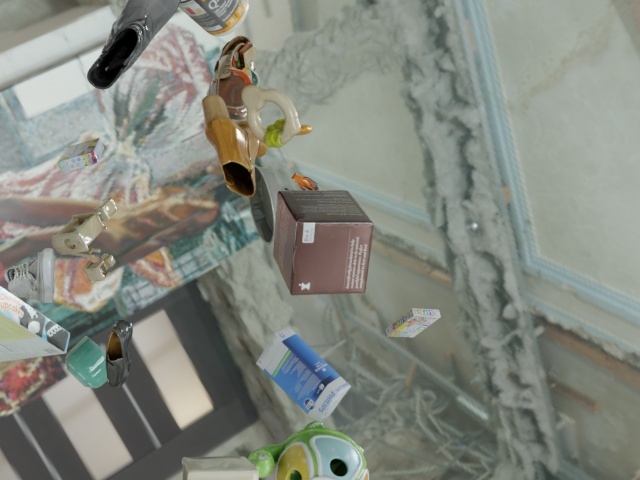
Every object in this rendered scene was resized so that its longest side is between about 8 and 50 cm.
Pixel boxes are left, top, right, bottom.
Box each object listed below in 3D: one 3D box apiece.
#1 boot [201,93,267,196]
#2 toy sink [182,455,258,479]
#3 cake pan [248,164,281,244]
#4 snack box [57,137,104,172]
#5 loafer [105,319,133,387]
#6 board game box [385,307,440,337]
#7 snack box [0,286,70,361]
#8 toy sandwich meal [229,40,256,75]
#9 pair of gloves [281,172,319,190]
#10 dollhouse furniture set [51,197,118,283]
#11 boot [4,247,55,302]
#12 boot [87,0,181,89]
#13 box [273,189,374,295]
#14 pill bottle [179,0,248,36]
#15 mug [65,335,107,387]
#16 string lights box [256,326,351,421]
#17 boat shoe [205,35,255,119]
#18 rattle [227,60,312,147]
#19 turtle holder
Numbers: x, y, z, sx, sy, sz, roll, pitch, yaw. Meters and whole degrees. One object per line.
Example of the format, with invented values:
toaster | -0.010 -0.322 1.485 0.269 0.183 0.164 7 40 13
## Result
boot | -0.183 -0.187 1.784 0.295 0.104 0.211 43 27 -63
toy sink | -0.231 0.563 1.717 0.234 0.152 0.131 151 -59 -74
cake pan | -0.191 -0.131 2.743 0.293 0.054 0.293 167 -90 -71
snack box | -0.639 -0.229 2.059 0.141 0.100 0.037 -112 -177 -66
loafer | -0.485 0.273 1.815 0.061 0.062 0.170 -49 146 -73
board game box | 0.287 0.258 2.399 0.154 0.103 0.026 -48 -134 47
snack box | -0.723 0.177 1.688 0.322 0.187 0.060 59 26 -56
toy sandwich meal | -0.184 -0.430 1.831 0.029 0.085 0.086 20 -36 21
pair of gloves | -0.049 -0.118 1.831 0.074 0.083 0.010 32 27 -20
dollhouse furniture set | -0.619 0.003 2.103 0.101 0.182 0.161 -7 -60 24
boot | -0.753 0.094 1.990 0.258 0.123 0.095 123 -32 -56
boot | -0.429 -0.516 1.833 0.118 0.338 0.223 27 18 -16
box | 0.000 0.000 1.662 0.203 0.167 0.168 -122 -145 -62
pill bottle | -0.336 -0.704 2.141 0.162 0.162 0.278 46 8 33
mug | -0.629 0.352 2.122 0.129 0.097 0.158 9 -41 55
string lights box | -0.052 0.391 2.244 0.259 0.076 0.133 42 -61 18
boat shoe | -0.224 -0.423 1.969 0.324 0.123 0.116 -95 -164 -50
rattle | -0.103 -0.313 1.695 0.200 0.142 0.130 55 -35 1
turtle holder | -0.016 0.621 2.073 0.320 0.243 0.227 49 4 -10
